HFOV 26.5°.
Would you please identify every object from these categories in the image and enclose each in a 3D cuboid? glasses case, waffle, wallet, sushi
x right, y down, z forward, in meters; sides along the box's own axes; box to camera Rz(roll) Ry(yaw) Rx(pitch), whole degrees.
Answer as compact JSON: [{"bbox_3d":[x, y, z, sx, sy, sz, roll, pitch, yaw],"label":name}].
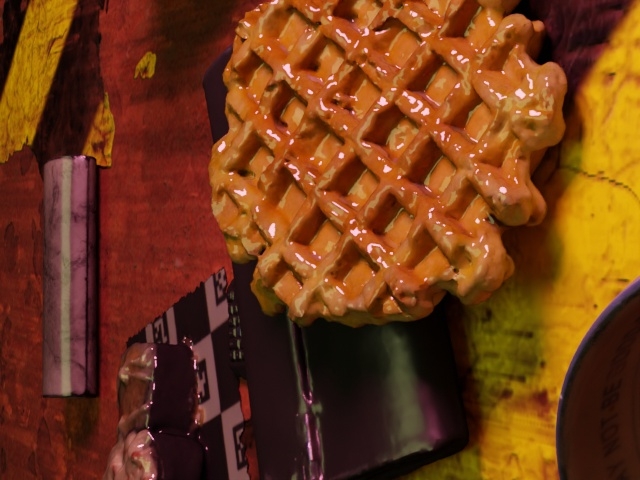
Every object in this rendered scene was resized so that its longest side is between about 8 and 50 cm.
[{"bbox_3d":[-0.313,0.048,1.702,0.114,0.060,0.299,-13,76,63],"label":"glasses case"},{"bbox_3d":[0.040,-0.086,0.988,0.325,0.068,0.302,-9,73,38],"label":"waffle"},{"bbox_3d":[-0.001,0.000,1.103,0.228,0.062,0.406,-30,61,43],"label":"wallet"},{"bbox_3d":[-0.181,0.243,1.406,0.296,0.100,0.373,-34,59,56],"label":"sushi"}]

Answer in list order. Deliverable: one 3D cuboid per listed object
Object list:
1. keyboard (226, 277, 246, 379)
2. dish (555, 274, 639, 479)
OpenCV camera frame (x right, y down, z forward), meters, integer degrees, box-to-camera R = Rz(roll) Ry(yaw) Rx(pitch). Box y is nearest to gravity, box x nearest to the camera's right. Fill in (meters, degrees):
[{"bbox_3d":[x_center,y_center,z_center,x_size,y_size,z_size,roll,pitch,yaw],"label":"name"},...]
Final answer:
[{"bbox_3d":[-0.025,0.071,1.222,0.262,0.016,0.106,-12,77,60],"label":"keyboard"},{"bbox_3d":[0.253,0.087,0.594,0.273,0.134,0.273,17,126,25],"label":"dish"}]
